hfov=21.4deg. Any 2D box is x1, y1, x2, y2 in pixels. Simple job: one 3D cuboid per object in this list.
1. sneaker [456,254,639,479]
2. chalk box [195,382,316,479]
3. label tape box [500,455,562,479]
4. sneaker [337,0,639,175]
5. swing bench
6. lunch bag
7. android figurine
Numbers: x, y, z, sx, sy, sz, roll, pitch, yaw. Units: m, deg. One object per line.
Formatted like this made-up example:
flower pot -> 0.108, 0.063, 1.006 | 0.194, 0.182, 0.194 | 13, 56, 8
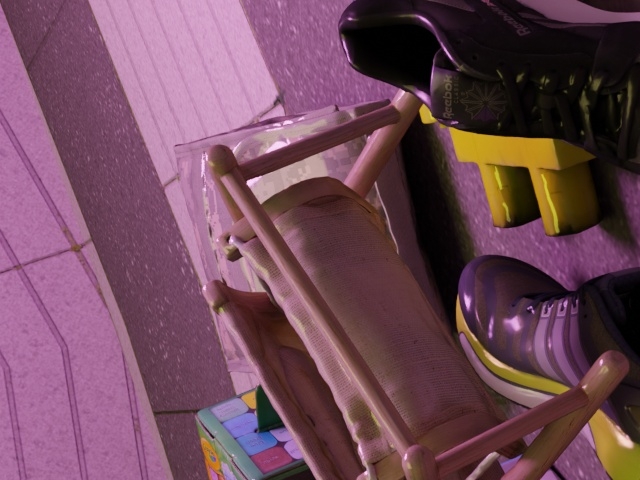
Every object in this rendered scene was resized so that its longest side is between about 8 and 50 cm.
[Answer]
sneaker -> 0.193, 0.064, 1.140 | 0.300, 0.111, 0.121 | 36, 132, 52
chalk box -> -0.013, 0.254, 1.810 | 0.179, 0.180, 0.289 | -141, 37, -59
label tape box -> 0.148, 0.337, 1.283 | 0.348, 0.249, 0.115 | -132, 28, -51
sneaker -> 0.131, -0.086, 1.003 | 0.283, 0.124, 0.107 | 28, 132, 37
swing bench -> 0.044, 0.076, 1.114 | 0.253, 0.165, 0.255 | 57, 156, 26
lunch bag -> 0.000, 0.000, 1.530 | 0.287, 0.169, 0.235 | -4, 102, 64
android figurine -> 0.123, -0.138, 1.191 | 0.248, 0.056, 0.273 | 17, 126, 69
